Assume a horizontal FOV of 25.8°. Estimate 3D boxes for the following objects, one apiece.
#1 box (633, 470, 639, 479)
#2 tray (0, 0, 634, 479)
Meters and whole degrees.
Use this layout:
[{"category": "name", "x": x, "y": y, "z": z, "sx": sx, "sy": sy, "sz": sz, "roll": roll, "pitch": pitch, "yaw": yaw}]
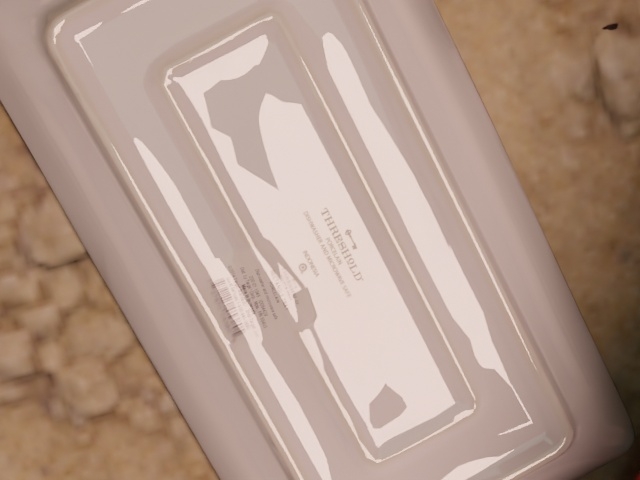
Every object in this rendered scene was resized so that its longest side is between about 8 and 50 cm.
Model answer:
[{"category": "box", "x": 0.212, "y": 0.078, "z": 0.432, "sx": 0.142, "sy": 0.154, "sz": 0.300, "roll": 23, "pitch": 113, "yaw": -10}, {"category": "tray", "x": 0.000, "y": 0.000, "z": 0.476, "sx": 0.145, "sy": 0.030, "sz": 0.270, "roll": -28, "pitch": 107, "yaw": -1}]
